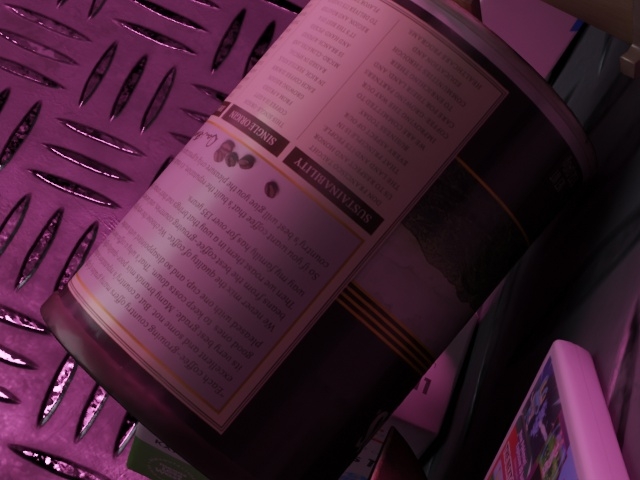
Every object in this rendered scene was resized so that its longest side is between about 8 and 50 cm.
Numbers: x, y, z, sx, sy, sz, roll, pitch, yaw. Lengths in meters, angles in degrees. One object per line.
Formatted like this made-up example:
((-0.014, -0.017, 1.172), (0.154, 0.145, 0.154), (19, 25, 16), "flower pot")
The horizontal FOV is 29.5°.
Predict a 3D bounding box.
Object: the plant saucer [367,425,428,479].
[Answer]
((0.000, 0.256, 0.679), (0.310, 0.050, 0.311), (24, -90, -84), "plant saucer")

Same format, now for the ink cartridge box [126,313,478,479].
((-0.017, 0.104, 0.942), (0.353, 0.207, 0.119), (115, 179, -54), "ink cartridge box")

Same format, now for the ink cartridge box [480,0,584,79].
((0.197, -0.259, 1.020), (0.148, 0.086, 0.203), (117, 176, -55), "ink cartridge box")

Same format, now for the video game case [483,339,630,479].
((0.078, 0.157, 0.515), (0.201, 0.023, 0.183), (-71, 3, -72), "video game case")

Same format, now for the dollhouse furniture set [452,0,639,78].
((0.185, -0.218, 0.620), (0.174, 0.303, 0.355), (-36, -40, -19), "dollhouse furniture set")

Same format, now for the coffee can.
((0.000, 0.000, 0.726), (0.275, 0.201, 0.201), (-50, 1, -3), "coffee can")
